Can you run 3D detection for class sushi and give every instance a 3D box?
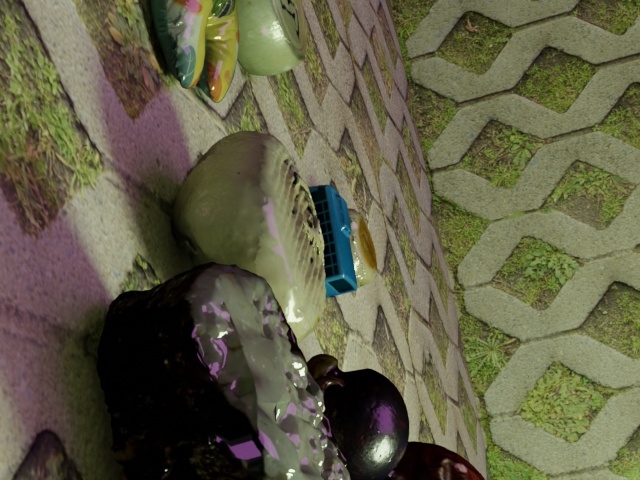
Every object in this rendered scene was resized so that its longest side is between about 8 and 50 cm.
[{"bbox_3d":[-0.103,0.198,1.014,0.234,0.207,0.348,-8,78,-65],"label":"sushi"}]

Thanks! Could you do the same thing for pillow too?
[{"bbox_3d":[-0.172,-0.303,1.525,0.233,0.086,0.214,20,67,-77],"label":"pillow"}]

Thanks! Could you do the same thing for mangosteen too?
[{"bbox_3d":[0.015,0.242,1.511,0.230,0.194,0.194,47,18,-6],"label":"mangosteen"}]

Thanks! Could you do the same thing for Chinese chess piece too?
[{"bbox_3d":[-0.102,-0.405,1.852,0.250,0.101,0.250,-13,90,-77],"label":"Chinese chess piece"}]

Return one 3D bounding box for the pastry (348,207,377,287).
[{"bbox_3d":[0.049,0.017,2.047,0.166,0.088,0.166,-18,90,-75],"label":"pastry"}]

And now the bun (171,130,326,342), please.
[{"bbox_3d":[-0.086,0.002,1.325,0.273,0.168,0.273,-17,90,-79],"label":"bun"}]

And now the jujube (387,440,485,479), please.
[{"bbox_3d":[0.126,0.434,1.554,0.377,0.258,0.258,-44,119,-72],"label":"jujube"}]

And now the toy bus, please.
[{"bbox_3d":[0.000,0.000,1.824,0.090,0.106,0.184,43,34,-61],"label":"toy bus"}]
